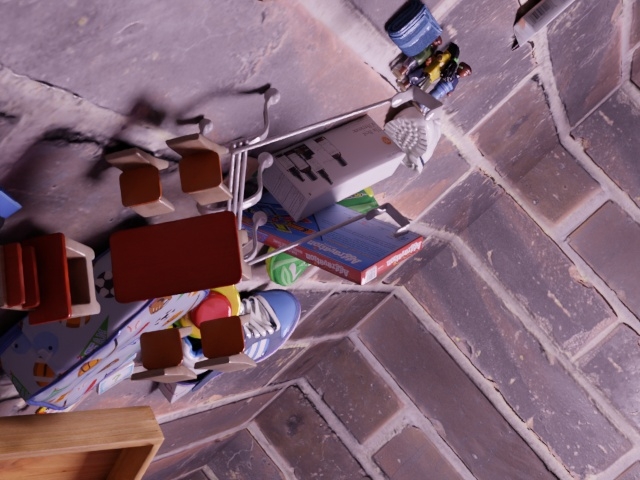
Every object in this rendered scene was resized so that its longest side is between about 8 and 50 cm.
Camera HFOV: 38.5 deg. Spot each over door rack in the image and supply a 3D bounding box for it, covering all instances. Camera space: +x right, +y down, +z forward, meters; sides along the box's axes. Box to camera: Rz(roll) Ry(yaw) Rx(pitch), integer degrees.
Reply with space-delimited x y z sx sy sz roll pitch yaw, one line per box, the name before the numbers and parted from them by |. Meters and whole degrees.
over door rack | -0.018 -0.090 1.244 0.324 0.108 0.239 -13 139 -21

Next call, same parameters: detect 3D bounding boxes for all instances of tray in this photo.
tray | -0.453 0.338 1.317 0.411 0.076 0.203 5 129 -39

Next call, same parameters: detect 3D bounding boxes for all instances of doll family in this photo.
doll family | 0.184 -0.271 1.472 0.111 0.076 0.193 -46 171 2

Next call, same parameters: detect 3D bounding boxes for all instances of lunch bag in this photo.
lunch bag | -0.304 0.116 1.288 0.303 0.115 0.243 -38 171 -8

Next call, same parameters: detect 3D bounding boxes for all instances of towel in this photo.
towel | 0.136 -0.303 1.324 0.067 0.029 0.119 -43 166 11

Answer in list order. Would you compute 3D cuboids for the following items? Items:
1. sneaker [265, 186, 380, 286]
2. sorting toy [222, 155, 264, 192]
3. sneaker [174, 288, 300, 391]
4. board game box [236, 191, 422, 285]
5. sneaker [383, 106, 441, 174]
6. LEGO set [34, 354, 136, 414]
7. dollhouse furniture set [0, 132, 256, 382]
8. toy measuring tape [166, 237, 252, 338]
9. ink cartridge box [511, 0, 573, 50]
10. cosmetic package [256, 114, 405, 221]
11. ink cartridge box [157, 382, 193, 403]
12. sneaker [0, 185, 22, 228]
sneaker | 0.000 0.000 1.698 0.109 0.123 0.295 -23 158 -52
sorting toy | -0.112 -0.096 1.340 0.062 0.012 0.083 -49 161 14
sneaker | -0.156 0.167 1.784 0.323 0.130 0.236 -28 167 -23
board game box | -0.001 -0.015 1.392 0.145 0.281 0.027 -27 128 -41
sneaker | 0.177 -0.202 1.664 0.095 0.090 0.235 -51 171 -7
LEGO set | -0.408 0.260 1.570 0.244 0.060 0.182 -31 159 -32
dollhouse furniture set | -0.211 0.028 1.021 0.259 0.262 0.135 -11 169 13
toy measuring tape | -0.143 0.066 1.528 0.330 0.121 0.121 -38 166 -9
ink cartridge box | 0.418 -0.427 1.702 0.145 0.045 0.179 -41 -176 0
cosmetic package | 0.022 -0.119 1.447 0.239 0.099 0.060 -29 162 -42
ink cartridge box | -0.292 0.286 1.958 0.088 0.052 0.122 -33 165 -31
sneaker | -0.337 -0.038 0.790 0.090 0.081 0.232 -46 168 -8
